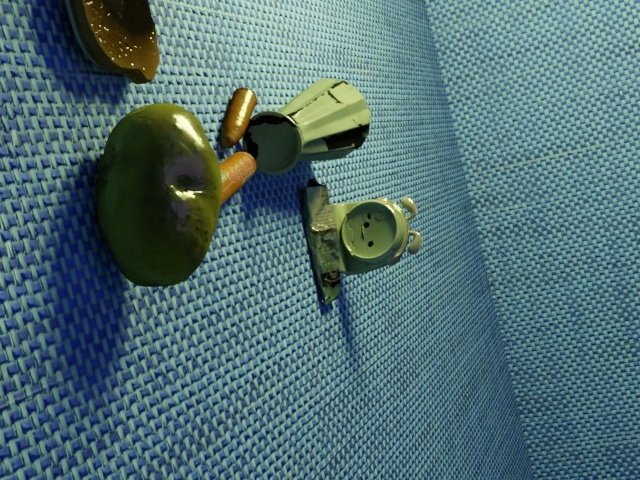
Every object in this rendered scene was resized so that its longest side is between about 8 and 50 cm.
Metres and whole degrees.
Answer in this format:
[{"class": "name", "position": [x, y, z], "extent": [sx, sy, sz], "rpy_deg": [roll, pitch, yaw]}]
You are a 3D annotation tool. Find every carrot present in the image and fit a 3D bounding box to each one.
[{"class": "carrot", "position": [-0.141, -0.205, 1.769], "extent": [0.139, 0.048, 0.048], "rpy_deg": [-78, 149, -47]}]

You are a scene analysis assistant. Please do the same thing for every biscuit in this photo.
[{"class": "biscuit", "position": [-0.289, -0.307, 1.414], "extent": [0.208, 0.049, 0.181], "rpy_deg": [-2, 80, -71]}]

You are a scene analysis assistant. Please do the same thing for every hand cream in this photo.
[{"class": "hand cream", "position": [0.000, 0.000, 2.055], "extent": [0.075, 0.052, 0.247], "rpy_deg": [-11, 94, -48]}]

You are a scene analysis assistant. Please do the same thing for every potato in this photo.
[{"class": "potato", "position": [-0.212, -0.060, 1.351], "extent": [0.169, 0.143, 0.248], "rpy_deg": [9, 70, -29]}]

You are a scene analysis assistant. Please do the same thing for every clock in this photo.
[{"class": "clock", "position": [0.109, -0.017, 2.132], "extent": [0.062, 0.191, 0.151], "rpy_deg": [27, 53, -66]}]

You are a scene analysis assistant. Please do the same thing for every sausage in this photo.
[{"class": "sausage", "position": [-0.165, -0.078, 1.612], "extent": [0.348, 0.053, 0.053], "rpy_deg": [-53, 128, -65]}]

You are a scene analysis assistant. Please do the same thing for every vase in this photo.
[{"class": "vase", "position": [-0.021, -0.211, 1.961], "extent": [0.360, 0.165, 0.165], "rpy_deg": [-36, 113, -65]}]
